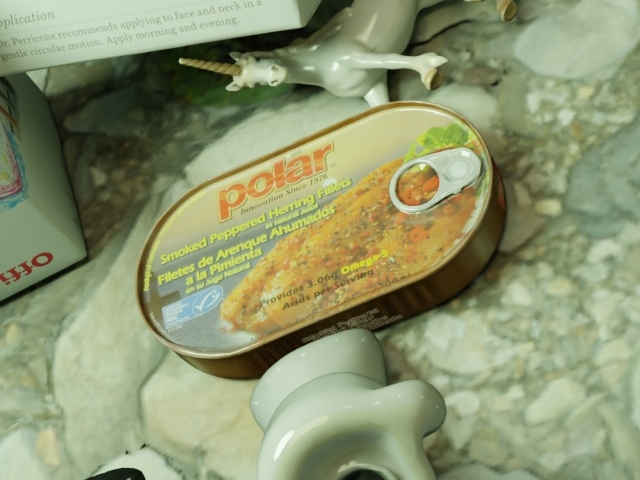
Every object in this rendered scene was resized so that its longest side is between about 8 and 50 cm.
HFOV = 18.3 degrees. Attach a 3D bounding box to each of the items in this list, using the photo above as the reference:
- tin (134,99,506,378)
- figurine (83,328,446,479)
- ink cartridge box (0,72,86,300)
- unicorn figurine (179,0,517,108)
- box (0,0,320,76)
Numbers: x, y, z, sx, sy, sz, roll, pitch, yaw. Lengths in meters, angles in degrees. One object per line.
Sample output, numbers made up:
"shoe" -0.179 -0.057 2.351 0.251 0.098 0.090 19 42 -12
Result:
"tin" 0.000 0.000 0.974 0.189 0.040 0.106 -22 58 12
"figurine" -0.046 0.115 0.855 0.215 0.092 0.209 -31 12 0
"ink cartridge box" -0.224 -0.051 1.025 0.128 0.176 0.127 -26 51 9
"unicorn figurine" 0.027 -0.105 1.016 0.111 0.060 0.162 23 57 34
"box" -0.083 -0.186 1.028 0.181 0.119 0.182 -7 30 21
